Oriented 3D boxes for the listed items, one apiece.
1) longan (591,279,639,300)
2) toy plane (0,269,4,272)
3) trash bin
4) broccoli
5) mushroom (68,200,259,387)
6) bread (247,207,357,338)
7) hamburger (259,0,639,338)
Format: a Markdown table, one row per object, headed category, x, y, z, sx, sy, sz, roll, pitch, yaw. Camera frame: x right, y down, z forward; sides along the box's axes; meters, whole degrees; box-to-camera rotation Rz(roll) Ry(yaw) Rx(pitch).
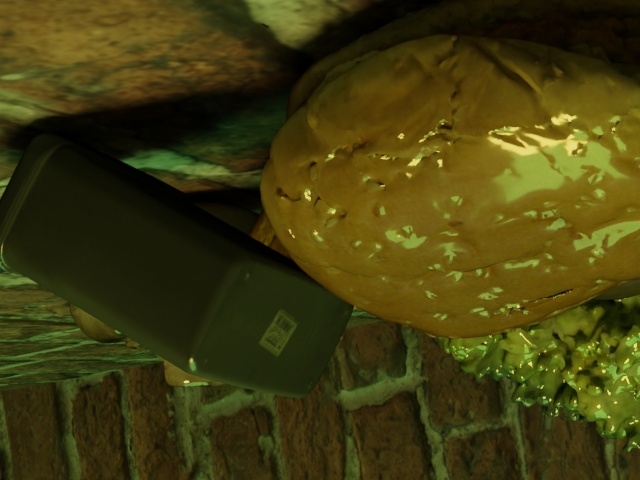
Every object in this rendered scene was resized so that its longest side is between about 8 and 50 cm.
| category | x | y | z | sx | sy | sz | roll | pitch | yaw |
| --- | --- | --- | --- | --- | --- | --- | --- | --- | --- |
| longan | 0.221 | -0.040 | 0.884 | 0.189 | 0.189 | 0.189 | -8 | 171 | -1 |
| toy plane | -0.328 | 0.023 | 1.166 | 0.167 | 0.054 | 0.062 | -1 | 143 | -37 |
| trash bin | -0.113 | 0.014 | 0.800 | 0.236 | 0.101 | 0.177 | 27 | 179 | 31 |
| broccoli | 0.264 | 0.003 | 1.101 | 0.293 | 0.348 | 0.281 | -46 | 154 | -30 |
| mushroom | -0.128 | 0.054 | 1.121 | 0.227 | 0.178 | 0.226 | 1 | 167 | 0 |
| bread | 0.000 | 0.000 | 0.949 | 0.094 | 0.102 | 0.245 | -10 | 148 | -38 |
| hamburger | 0.113 | -0.040 | 0.705 | 0.283 | 0.144 | 0.259 | -28 | 135 | 34 |
